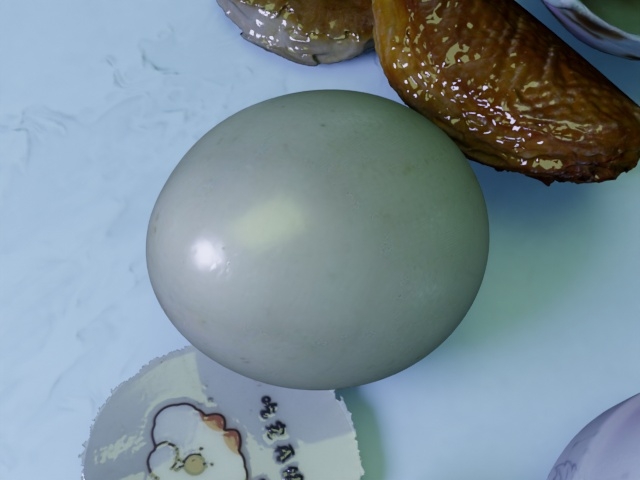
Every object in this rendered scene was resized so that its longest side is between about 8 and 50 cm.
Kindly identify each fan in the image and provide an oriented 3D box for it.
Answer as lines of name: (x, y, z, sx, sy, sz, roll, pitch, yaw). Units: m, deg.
fan: (-0.130, 0.178, 0.686, 0.329, 0.009, 0.191, -19, 72, -6)

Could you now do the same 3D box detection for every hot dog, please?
hot dog: (0.130, -0.114, 0.755, 0.227, 0.160, 0.099, 45, 116, 26)

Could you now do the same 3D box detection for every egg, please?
egg: (0.000, 0.000, 0.664, 0.188, 0.253, 0.189, 4, 97, 33)

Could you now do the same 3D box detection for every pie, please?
pie: (0.010, -0.222, 0.855, 0.195, 0.046, 0.195, 2, 69, -4)

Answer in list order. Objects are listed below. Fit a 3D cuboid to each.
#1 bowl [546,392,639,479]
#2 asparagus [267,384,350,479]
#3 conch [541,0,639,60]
bowl: (0.278, 0.200, 0.609, 0.287, 0.144, 0.287, 9, 60, -16)
asparagus: (-0.026, 0.097, 0.732, 0.024, 0.025, 0.248, -15, 67, -41)
conch: (0.287, -0.270, 0.810, 0.368, 0.197, 0.249, -27, 81, -5)
